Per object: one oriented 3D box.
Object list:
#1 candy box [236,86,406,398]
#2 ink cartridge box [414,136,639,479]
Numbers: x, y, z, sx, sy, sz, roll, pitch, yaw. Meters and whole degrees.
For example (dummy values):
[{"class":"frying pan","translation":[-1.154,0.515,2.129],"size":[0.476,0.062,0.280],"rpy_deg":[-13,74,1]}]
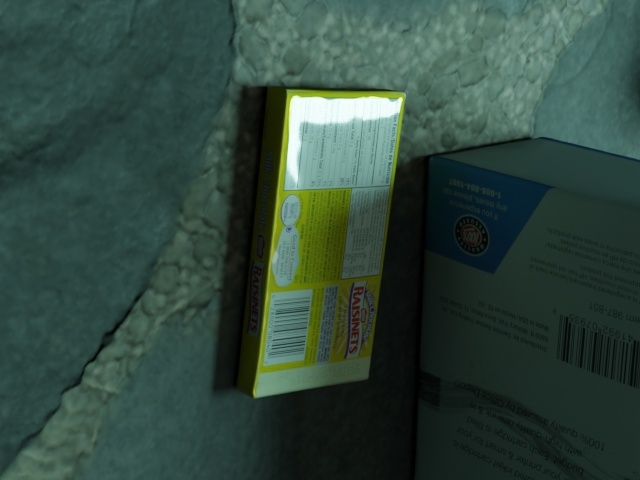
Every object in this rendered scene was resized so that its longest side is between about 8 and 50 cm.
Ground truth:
[{"class":"candy box","translation":[0.000,0.000,0.879],"size":[0.105,0.027,0.205],"rpy_deg":[-5,107,-43]},{"class":"ink cartridge box","translation":[0.189,0.100,0.942],"size":[0.129,0.223,0.307],"rpy_deg":[-13,112,-39]}]
